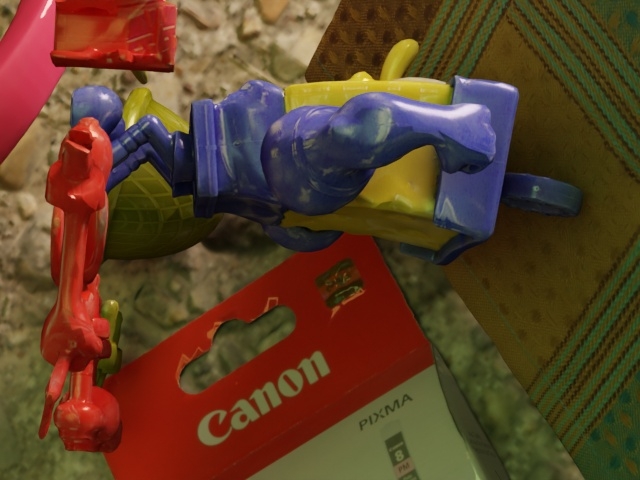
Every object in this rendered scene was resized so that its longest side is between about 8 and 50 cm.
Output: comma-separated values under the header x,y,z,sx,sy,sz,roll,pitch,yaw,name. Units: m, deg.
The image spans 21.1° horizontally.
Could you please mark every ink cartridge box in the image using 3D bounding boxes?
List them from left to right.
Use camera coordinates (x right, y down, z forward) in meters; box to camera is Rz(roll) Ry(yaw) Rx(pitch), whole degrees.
x,y,z,sx,sy,sz,roll,pitch,yaw,name
-0.013,0.125,0.820,0.189,0.066,0.232,-33,71,12,ink cartridge box

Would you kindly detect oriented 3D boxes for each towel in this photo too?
x,y,z,sx,sy,sz,roll,pitch,yaw,name
0.142,-0.032,0.723,0.370,0.040,0.271,56,138,25,towel

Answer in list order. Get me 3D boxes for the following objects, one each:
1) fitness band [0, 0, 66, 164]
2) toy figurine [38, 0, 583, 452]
x,y,z,sx,sy,sz,roll,pitch,yaw,name
-0.199,-0.101,0.880,0.209,0.054,0.291,-37,34,9,fitness band
0.000,0.000,0.744,0.217,0.362,0.191,3,81,-4,toy figurine
